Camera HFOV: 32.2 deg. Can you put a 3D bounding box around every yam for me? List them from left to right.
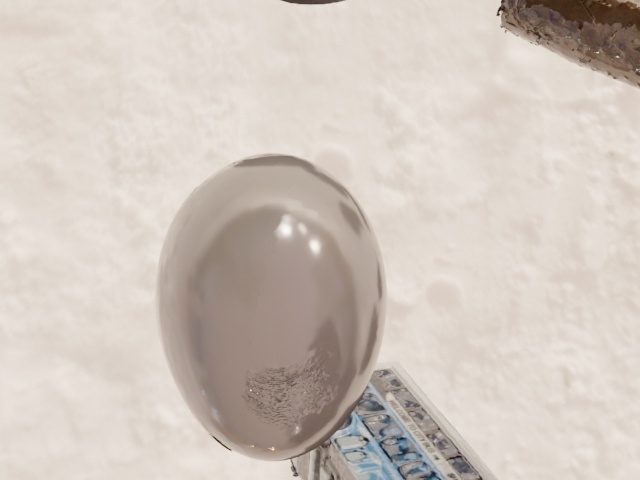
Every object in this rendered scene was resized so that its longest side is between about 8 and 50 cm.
[{"bbox_3d":[0.354,-0.272,1.395,0.279,0.131,0.131,33,111,32],"label":"yam"}]

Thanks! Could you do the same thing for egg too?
[{"bbox_3d":[-0.031,0.039,0.699,0.146,0.146,0.199,4,70,-5],"label":"egg"}]

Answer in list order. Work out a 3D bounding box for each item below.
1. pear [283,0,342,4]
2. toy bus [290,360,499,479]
[{"bbox_3d":[-0.029,-0.470,1.229,0.398,0.165,0.399,12,133,14],"label":"pear"},{"bbox_3d":[0.065,0.213,0.937,0.131,0.297,0.106,-6,115,-20],"label":"toy bus"}]
